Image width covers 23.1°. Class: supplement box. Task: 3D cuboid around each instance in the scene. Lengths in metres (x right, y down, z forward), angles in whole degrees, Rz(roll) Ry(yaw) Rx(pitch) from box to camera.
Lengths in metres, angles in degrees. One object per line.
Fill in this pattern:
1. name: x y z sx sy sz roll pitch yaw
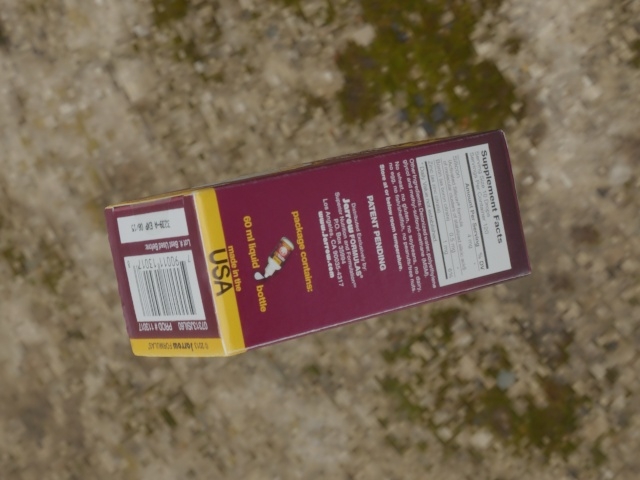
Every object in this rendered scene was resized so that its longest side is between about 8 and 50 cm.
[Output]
1. supplement box: 0.000 0.000 0.800 0.104 0.188 0.081 -5 97 57
